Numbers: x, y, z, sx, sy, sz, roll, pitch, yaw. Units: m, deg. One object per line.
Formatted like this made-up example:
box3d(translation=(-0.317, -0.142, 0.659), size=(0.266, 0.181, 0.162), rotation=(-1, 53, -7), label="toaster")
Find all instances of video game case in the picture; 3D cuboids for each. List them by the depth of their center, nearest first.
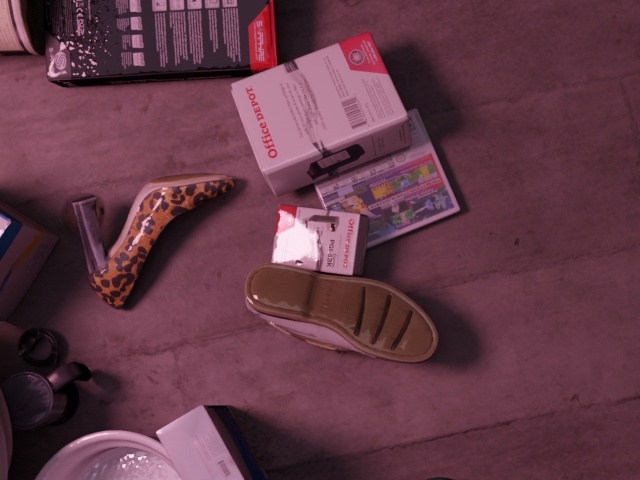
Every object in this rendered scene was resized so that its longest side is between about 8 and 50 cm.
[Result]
box3d(translation=(0.096, -0.092, 1.628), size=(0.201, 0.023, 0.183), rotation=(-22, 81, -1), label="video game case")

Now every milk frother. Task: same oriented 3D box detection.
box3d(translation=(-0.438, 0.208, 1.555), size=(0.143, 0.135, 0.129), rotation=(36, 84, 7), label="milk frother")

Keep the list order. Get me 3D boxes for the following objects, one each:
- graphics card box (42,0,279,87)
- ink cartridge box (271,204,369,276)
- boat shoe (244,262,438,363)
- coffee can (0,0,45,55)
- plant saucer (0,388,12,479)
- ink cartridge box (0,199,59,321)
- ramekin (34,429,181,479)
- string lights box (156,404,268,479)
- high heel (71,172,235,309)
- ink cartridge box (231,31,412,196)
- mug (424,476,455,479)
box3d(translation=(-0.256, -0.373, 1.637), size=(0.371, 0.094, 0.232), rotation=(-4, 92, 1), label="graphics card box")
box3d(translation=(0.000, 0.000, 1.584), size=(0.135, 0.056, 0.099), rotation=(6, 88, 17), label="ink cartridge box")
box3d(translation=(0.033, 0.115, 1.560), size=(0.302, 0.103, 0.113), rotation=(20, 70, 7), label="boat shoe")
box3d(translation=(-0.583, -0.391, 1.616), size=(0.276, 0.201, 0.201), rotation=(-1, 82, 3), label="coffee can")
box3d(translation=(-0.549, 0.273, 1.496), size=(0.101, 0.400, 0.400), rotation=(-13, 78, -43), label="plant saucer")
box3d(translation=(-0.539, 0.009, 1.541), size=(0.171, 0.232, 0.168), rotation=(32, 87, 7), label="ink cartridge box")
box3d(translation=(-0.287, 0.418, 1.510), size=(0.277, 0.135, 0.277), rotation=(-1, 84, 7), label="ramekin")
box3d(translation=(-0.147, 0.310, 1.461), size=(0.077, 0.259, 0.133), rotation=(-30, 80, -3), label="string lights box")
box3d(translation=(-0.249, -0.003, 1.621), size=(0.261, 0.093, 0.186), rotation=(-14, 104, -11), label="high heel")
box3d(translation=(0.001, -0.197, 1.593), size=(0.237, 0.100, 0.172), rotation=(-21, 67, 0), label="ink cartridge box")
box3d(translation=(0.172, 0.429, 1.509), size=(0.129, 0.097, 0.157), rotation=(32, 85, 6), label="mug")
